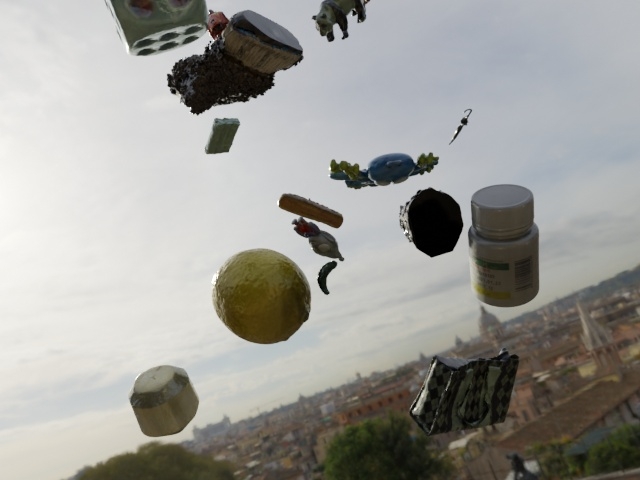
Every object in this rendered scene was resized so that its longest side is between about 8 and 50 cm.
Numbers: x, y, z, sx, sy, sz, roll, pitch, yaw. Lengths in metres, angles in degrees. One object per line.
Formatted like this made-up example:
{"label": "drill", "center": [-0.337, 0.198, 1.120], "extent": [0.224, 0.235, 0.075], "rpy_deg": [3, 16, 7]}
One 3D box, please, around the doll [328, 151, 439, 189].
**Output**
{"label": "doll", "center": [0.197, -0.208, 1.749], "extent": [0.346, 0.098, 0.341], "rpy_deg": [-4, -8, -3]}

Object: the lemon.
{"label": "lemon", "center": [-0.194, 0.179, 1.787], "extent": [0.336, 0.335, 0.336], "rpy_deg": [-19, -15, -5]}

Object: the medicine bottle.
{"label": "medicine bottle", "center": [0.560, 0.014, 1.673], "extent": [0.209, 0.339, 0.208], "rpy_deg": [-10, 27, 5]}

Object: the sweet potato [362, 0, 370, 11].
{"label": "sweet potato", "center": [0.161, -0.898, 2.098], "extent": [0.044, 0.044, 0.179], "rpy_deg": [-19, -4, -7]}

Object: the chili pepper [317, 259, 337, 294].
{"label": "chili pepper", "center": [0.017, 0.114, 1.751], "extent": [0.056, 0.117, 0.035], "rpy_deg": [11, -22, 15]}

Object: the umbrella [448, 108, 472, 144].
{"label": "umbrella", "center": [0.329, -0.264, 1.279], "extent": [0.022, 0.022, 0.148], "rpy_deg": [-7, -20, -5]}

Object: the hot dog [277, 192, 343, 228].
{"label": "hot dog", "center": [-0.038, -0.120, 2.188], "extent": [0.286, 0.061, 0.087], "rpy_deg": [24, -66, -21]}

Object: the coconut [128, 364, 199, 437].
{"label": "coconut", "center": [-0.485, 0.511, 1.710], "extent": [0.202, 0.221, 0.202], "rpy_deg": [-10, 25, 5]}

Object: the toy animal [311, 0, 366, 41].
{"label": "toy animal", "center": [0.053, -0.664, 1.590], "extent": [0.094, 0.121, 0.225], "rpy_deg": [11, 56, 46]}

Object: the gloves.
{"label": "gloves", "center": [-0.200, -0.364, 1.177], "extent": [0.210, 0.135, 0.312], "rpy_deg": [-20, -2, -46]}

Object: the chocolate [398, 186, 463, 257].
{"label": "chocolate", "center": [0.348, -0.063, 1.853], "extent": [0.207, 0.224, 0.177], "rpy_deg": [-15, 4, -23]}

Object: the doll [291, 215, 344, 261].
{"label": "doll", "center": [0.000, 0.000, 1.787], "extent": [0.102, 0.075, 0.227], "rpy_deg": [-14, -48, 47]}

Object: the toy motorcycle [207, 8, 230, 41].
{"label": "toy motorcycle", "center": [-0.329, -0.719, 1.984], "extent": [0.089, 0.298, 0.171], "rpy_deg": [-35, 4, 4]}

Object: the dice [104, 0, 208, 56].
{"label": "dice", "center": [-0.505, -0.729, 1.649], "extent": [0.268, 0.262, 0.265], "rpy_deg": [-24, 9, -16]}

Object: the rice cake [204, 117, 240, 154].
{"label": "rice cake", "center": [-0.412, -0.430, 2.274], "extent": [0.124, 0.038, 0.211], "rpy_deg": [-11, -25, -36]}

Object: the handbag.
{"label": "handbag", "center": [0.576, 0.572, 2.119], "extent": [0.416, 0.180, 0.316], "rpy_deg": [5, -70, -31]}
